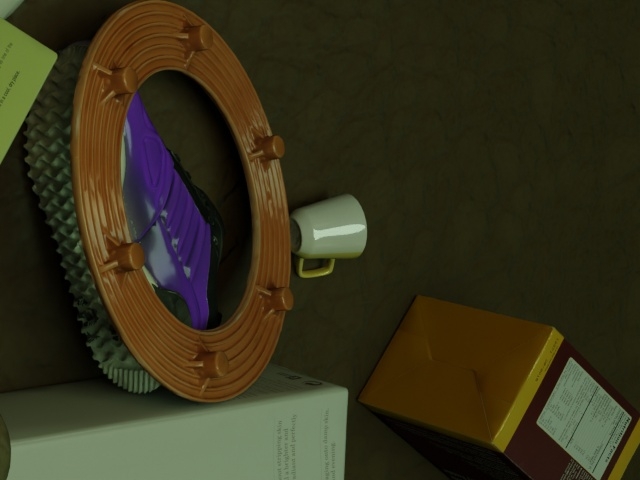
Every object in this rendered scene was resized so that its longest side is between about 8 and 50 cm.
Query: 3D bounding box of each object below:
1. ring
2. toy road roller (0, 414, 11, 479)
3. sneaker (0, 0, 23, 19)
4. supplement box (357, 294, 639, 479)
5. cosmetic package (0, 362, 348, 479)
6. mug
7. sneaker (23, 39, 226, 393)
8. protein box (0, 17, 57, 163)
[{"bbox_3d":[-0.098,-0.035,1.391,0.336,0.032,0.336,30,56,-58],"label":"ring"},{"bbox_3d":[-0.385,0.096,1.126,0.330,0.202,0.240,-7,86,-5],"label":"toy road roller"},{"bbox_3d":[-0.296,-0.281,1.244,0.182,0.127,0.315,-47,132,-29],"label":"sneaker"},{"bbox_3d":[0.183,0.171,1.685,0.194,0.191,0.129,43,70,-37],"label":"supplement box"},{"bbox_3d":[-0.168,0.231,1.421,0.385,0.156,0.217,-3,100,-39],"label":"cosmetic package"},{"bbox_3d":[0.002,-0.002,1.586,0.064,0.062,0.078,-9,98,-31],"label":"mug"},{"bbox_3d":[-0.151,-0.031,1.430,0.146,0.102,0.293,-27,110,-52],"label":"sneaker"},{"bbox_3d":[-0.321,-0.084,1.142,0.201,0.136,0.199,33,40,-15],"label":"protein box"}]
